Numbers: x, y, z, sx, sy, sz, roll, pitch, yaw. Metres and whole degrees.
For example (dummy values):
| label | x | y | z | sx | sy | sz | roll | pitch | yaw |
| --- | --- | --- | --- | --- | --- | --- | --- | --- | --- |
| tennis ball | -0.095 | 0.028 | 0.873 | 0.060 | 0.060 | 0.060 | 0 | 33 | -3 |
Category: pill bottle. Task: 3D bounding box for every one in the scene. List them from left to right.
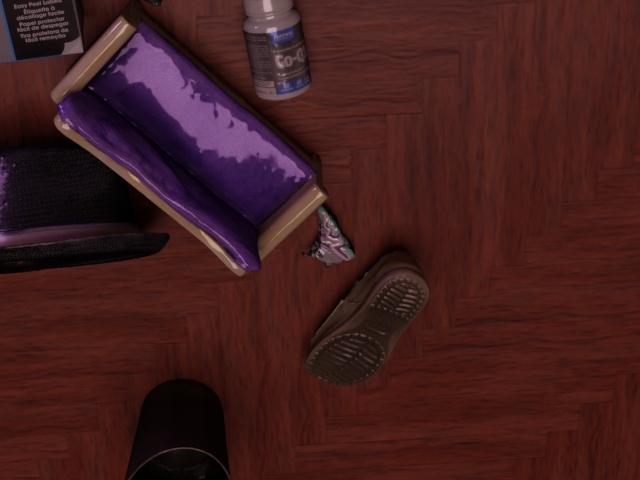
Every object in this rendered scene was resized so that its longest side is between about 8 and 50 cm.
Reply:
| label | x | y | z | sx | sy | sz | roll | pitch | yaw |
| --- | --- | --- | --- | --- | --- | --- | --- | --- | --- |
| pill bottle | -0.059 | -0.260 | 1.720 | 0.078 | 0.078 | 0.137 | -10 | 118 | 2 |

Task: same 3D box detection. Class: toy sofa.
| label | x | y | z | sx | sy | sz | roll | pitch | yaw |
| --- | --- | --- | --- | --- | --- | --- | --- | --- | --- |
| toy sofa | -0.166 | -0.131 | 1.726 | 0.362 | 0.177 | 0.150 | 41 | 109 | -20 |

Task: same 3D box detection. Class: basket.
| label | x | y | z | sx | sy | sz | roll | pitch | yaw |
| --- | --- | --- | --- | --- | --- | --- | --- | --- | --- |
| basket | -0.207 | 0.316 | 1.925 | 0.154 | 0.227 | 0.204 | 19 | 115 | -12 |

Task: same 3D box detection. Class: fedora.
| label | x | y | z | sx | sy | sz | roll | pitch | yaw |
| --- | --- | --- | --- | --- | --- | --- | --- | --- | --- |
| fedora | -0.372 | -0.042 | 1.746 | 0.334 | 0.334 | 0.152 | -7 | 87 | 0 |

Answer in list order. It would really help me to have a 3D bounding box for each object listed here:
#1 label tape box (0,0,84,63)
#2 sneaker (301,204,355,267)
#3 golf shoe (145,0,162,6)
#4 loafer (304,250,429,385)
| label | x | y | z | sx | sy | sz | roll | pitch | yaw |
| --- | --- | --- | --- | --- | --- | --- | --- | --- | --- |
| label tape box | -0.436 | -0.380 | 1.578 | 0.249 | 0.115 | 0.347 | -8 | 130 | -4 |
| sneaker | 0.000 | 0.000 | 1.879 | 0.069 | 0.038 | 0.098 | -26 | 115 | 9 |
| golf shoe | -0.248 | -0.423 | 1.631 | 0.120 | 0.105 | 0.273 | 3 | 124 | 25 |
| loafer | 0.072 | 0.115 | 1.917 | 0.102 | 0.092 | 0.268 | 31 | 128 | -16 |
